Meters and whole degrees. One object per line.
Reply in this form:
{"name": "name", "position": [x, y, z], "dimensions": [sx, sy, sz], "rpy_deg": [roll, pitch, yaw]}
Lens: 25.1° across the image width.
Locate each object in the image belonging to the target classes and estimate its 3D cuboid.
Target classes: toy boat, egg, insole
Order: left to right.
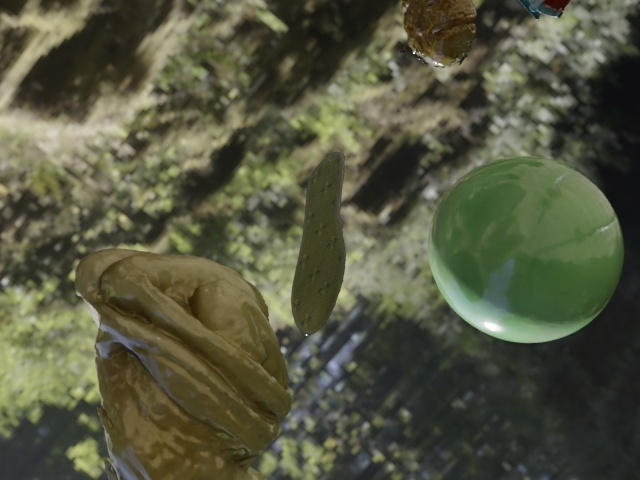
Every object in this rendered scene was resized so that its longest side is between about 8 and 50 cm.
{"name": "insole", "position": [0.000, 0.000, 1.922], "dimensions": [0.007, 0.109, 0.322], "rpy_deg": [33, -140, -28]}
{"name": "egg", "position": [0.240, 0.010, 1.708], "dimensions": [0.220, 0.220, 0.269], "rpy_deg": [36, 175, -15]}
{"name": "toy boat", "position": [0.293, -0.324, 1.896], "dimensions": [0.069, 0.059, 0.173], "rpy_deg": [47, -163, -5]}

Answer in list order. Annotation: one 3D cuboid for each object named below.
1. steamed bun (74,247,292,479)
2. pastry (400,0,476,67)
{"name": "steamed bun", "position": [-0.154, 0.175, 1.722], "dimensions": [0.325, 0.230, 0.372], "rpy_deg": [-149, 47, -81]}
{"name": "pastry", "position": [0.179, -0.331, 2.154], "dimensions": [0.081, 0.153, 0.153], "rpy_deg": [-3, -143, -23]}
